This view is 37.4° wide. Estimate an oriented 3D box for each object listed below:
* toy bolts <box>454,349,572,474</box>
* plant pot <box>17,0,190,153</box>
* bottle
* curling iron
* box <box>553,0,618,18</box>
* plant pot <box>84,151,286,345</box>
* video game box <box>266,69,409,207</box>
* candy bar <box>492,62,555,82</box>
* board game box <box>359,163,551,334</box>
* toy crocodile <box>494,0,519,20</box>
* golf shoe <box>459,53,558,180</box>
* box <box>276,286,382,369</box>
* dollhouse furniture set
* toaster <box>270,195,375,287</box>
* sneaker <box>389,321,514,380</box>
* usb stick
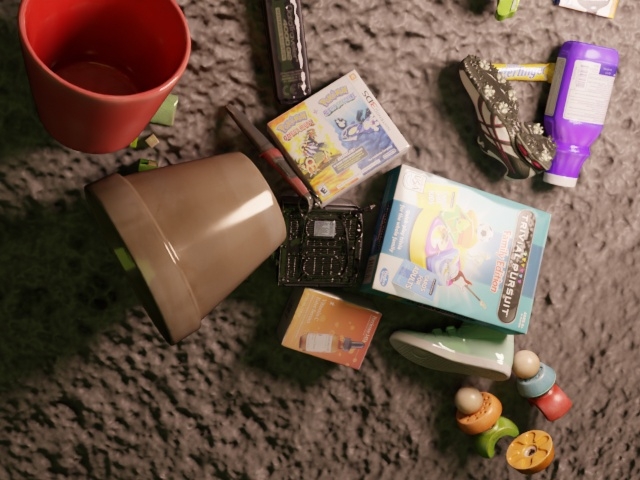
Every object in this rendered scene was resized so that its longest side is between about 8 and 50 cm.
[{"bbox_3d":[0.409,0.343,1.961,0.228,0.218,0.158,-40,115,-10],"label":"toy bolts"},{"bbox_3d":[-0.375,-0.286,1.601,0.275,0.243,0.275,8,62,-16],"label":"plant pot"},{"bbox_3d":[0.507,-0.249,1.883,0.118,0.092,0.282,5,103,-20],"label":"bottle"},{"bbox_3d":[-0.094,-0.152,1.763,0.035,0.068,0.274,-36,76,-21],"label":"curling iron"},{"bbox_3d":[0.523,-0.491,1.861,0.136,0.028,0.081,9,102,-14],"label":"box"},{"bbox_3d":[-0.229,-0.019,1.713,0.280,0.323,0.323,-30,108,-16],"label":"plant pot"},{"bbox_3d":[0.033,-0.194,1.785,0.205,0.048,0.187,-34,80,-10],"label":"video game box"},{"bbox_3d":[0.390,-0.334,1.881,0.161,0.018,0.040,-1,104,-11],"label":"candy bar"},{"bbox_3d":[0.271,0.022,1.873,0.336,0.079,0.253,17,79,-14],"label":"board game box"},{"bbox_3d":[0.383,-0.581,1.770,0.105,0.115,0.340,18,98,5],"label":"toy crocodile"},{"bbox_3d":[0.340,-0.232,1.845,0.120,0.105,0.273,-31,98,43],"label":"golf shoe"},{"bbox_3d":[0.015,0.164,1.897,0.170,0.091,0.130,19,99,-14],"label":"box"},{"bbox_3d":[-0.314,-0.204,1.762,0.076,0.058,0.151,10,102,-13],"label":"dollhouse furniture set"},{"bbox_3d":[0.000,0.000,1.843,0.186,0.110,0.168,1,104,-10],"label":"toaster"},{"bbox_3d":[0.279,0.192,1.970,0.256,0.094,0.151,13,63,7],"label":"sneaker"},{"bbox_3d":[-0.068,-0.396,1.768,0.077,0.045,0.278,-11,105,-15],"label":"usb stick"}]
